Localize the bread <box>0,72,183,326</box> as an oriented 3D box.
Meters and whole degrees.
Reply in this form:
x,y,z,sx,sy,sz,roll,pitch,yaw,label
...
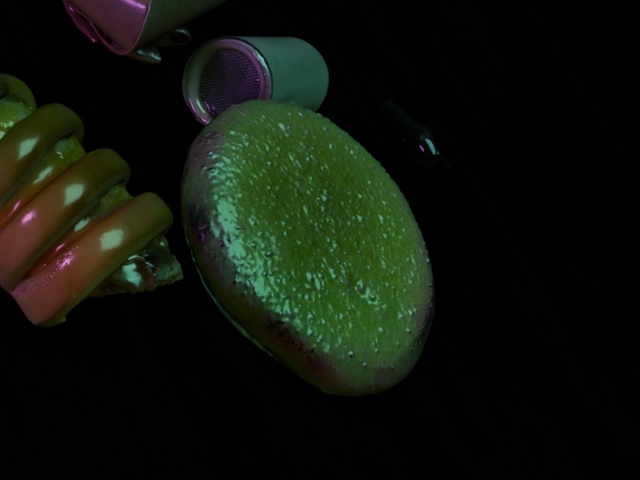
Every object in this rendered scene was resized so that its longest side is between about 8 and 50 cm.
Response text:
x,y,z,sx,sy,sz,roll,pitch,yaw,label
-0.157,-0.025,0.969,0.177,0.084,0.119,44,23,2,bread

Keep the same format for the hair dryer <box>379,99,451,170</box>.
x,y,z,sx,sy,sz,roll,pitch,yaw,label
0.093,-0.088,1.582,0.079,0.031,0.083,53,8,34,hair dryer

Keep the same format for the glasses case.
x,y,z,sx,sy,sz,roll,pitch,yaw,label
-0.142,-0.179,1.275,0.102,0.070,0.193,22,23,10,glasses case

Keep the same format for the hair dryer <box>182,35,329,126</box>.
x,y,z,sx,sy,sz,roll,pitch,yaw,label
0.002,-0.055,1.311,0.236,0.073,0.131,55,23,9,hair dryer

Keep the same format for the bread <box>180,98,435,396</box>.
x,y,z,sx,sy,sz,roll,pitch,yaw,label
0.000,0.000,1.189,0.228,0.033,0.228,28,47,-34,bread
